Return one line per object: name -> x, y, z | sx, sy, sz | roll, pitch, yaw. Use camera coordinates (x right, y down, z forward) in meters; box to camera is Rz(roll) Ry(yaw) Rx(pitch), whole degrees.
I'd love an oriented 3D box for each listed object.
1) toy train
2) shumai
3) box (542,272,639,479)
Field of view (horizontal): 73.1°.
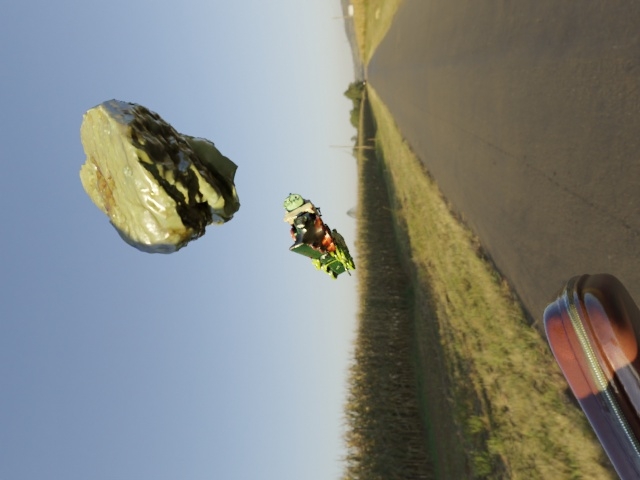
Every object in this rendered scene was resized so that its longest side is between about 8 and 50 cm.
toy train -> 0.000, 0.000, 0.617 | 0.085, 0.053, 0.250 | 67, -173, 19
shumai -> -0.219, -0.099, 0.642 | 0.218, 0.256, 0.189 | -8, -51, -45
box -> 0.462, 0.240, 0.620 | 0.263, 0.108, 0.403 | -9, -110, -52
